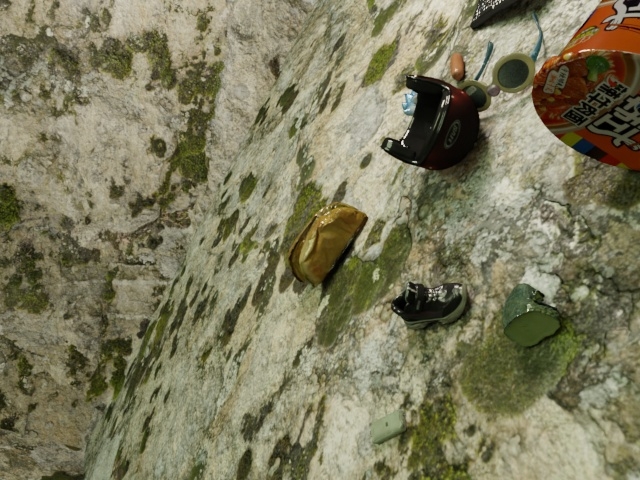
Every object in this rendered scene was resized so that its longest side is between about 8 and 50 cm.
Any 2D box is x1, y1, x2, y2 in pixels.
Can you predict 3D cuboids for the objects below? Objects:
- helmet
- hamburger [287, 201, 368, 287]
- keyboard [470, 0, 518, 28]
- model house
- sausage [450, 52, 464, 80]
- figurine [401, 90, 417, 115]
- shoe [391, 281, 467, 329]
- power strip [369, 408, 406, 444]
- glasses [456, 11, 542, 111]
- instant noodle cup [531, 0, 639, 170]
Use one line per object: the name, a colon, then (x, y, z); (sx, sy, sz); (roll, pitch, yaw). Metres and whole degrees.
helmet: (0.245, -0.250, 1.125); (0.216, 0.193, 0.189); (-113, 42, -69)
hamburger: (0.000, 0.000, 1.414); (0.262, 0.131, 0.124); (-55, 26, 4)
keyboard: (0.437, -0.590, 1.231); (0.262, 0.016, 0.106); (-159, 90, -77)
model house: (0.325, 0.109, 0.803); (0.079, 0.066, 0.083); (-55, 7, 38)
sausage: (0.347, -0.440, 1.306); (0.034, 0.034, 0.083); (-35, 38, 44)
figurine: (0.266, -0.366, 1.330); (0.114, 0.079, 0.114); (-16, 54, 23)
shoe: (0.194, 0.113, 0.979); (0.169, 0.099, 0.071); (-32, 37, 46)
power strip: (0.127, 0.350, 0.968); (0.090, 0.016, 0.040); (-43, 32, 36)
glasses: (0.388, -0.404, 1.131); (0.189, 0.088, 0.221); (-24, 45, 53)
instant noodle cup: (0.451, -0.242, 0.708); (0.192, 0.250, 0.250); (-57, 25, -9)
